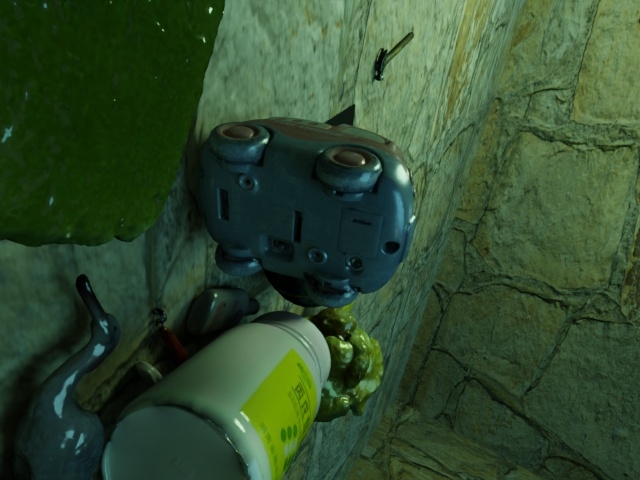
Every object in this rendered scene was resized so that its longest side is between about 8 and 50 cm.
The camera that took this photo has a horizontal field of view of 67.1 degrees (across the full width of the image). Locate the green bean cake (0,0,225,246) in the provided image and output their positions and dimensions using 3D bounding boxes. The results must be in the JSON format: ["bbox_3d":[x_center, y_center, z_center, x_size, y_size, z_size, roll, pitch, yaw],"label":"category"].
[{"bbox_3d":[-0.199,-0.131,0.313,0.247,0.156,0.249,0,112,-68],"label":"green bean cake"}]

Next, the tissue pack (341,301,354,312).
[{"bbox_3d":[0.061,0.090,1.220,0.176,0.095,0.062,-61,156,-15],"label":"tissue pack"}]

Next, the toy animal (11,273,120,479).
[{"bbox_3d":[-0.293,0.214,0.530,0.324,0.091,0.195,-58,157,-16],"label":"toy animal"}]

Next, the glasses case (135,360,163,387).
[{"bbox_3d":[-0.246,0.202,0.707,0.021,0.032,0.083,-51,153,-31],"label":"glasses case"}]

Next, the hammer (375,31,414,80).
[{"bbox_3d":[0.167,-0.420,1.062,0.182,0.017,0.062,-53,155,-35],"label":"hammer"}]

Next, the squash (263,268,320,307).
[{"bbox_3d":[0.000,0.000,0.897,0.252,0.165,0.252,-45,149,-36],"label":"squash"}]

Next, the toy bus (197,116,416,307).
[{"bbox_3d":[-0.008,-0.069,0.656,0.232,0.294,0.197,-55,155,-52],"label":"toy bus"}]

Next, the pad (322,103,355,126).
[{"bbox_3d":[0.028,-0.203,0.976,0.157,0.003,0.112,-43,148,-45],"label":"pad"}]

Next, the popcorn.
[{"bbox_3d":[0.016,0.296,1.156,0.276,0.226,0.276,-32,135,-38],"label":"popcorn"}]

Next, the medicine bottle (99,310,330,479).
[{"bbox_3d":[-0.119,0.249,0.727,0.379,0.214,0.213,-34,143,-72],"label":"medicine bottle"}]

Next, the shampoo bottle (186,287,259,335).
[{"bbox_3d":[-0.157,0.117,0.817,0.079,0.040,0.165,-64,158,6],"label":"shampoo bottle"}]

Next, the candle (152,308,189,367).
[{"bbox_3d":[-0.223,0.156,0.729,0.026,0.021,0.167,-53,155,-32],"label":"candle"}]
